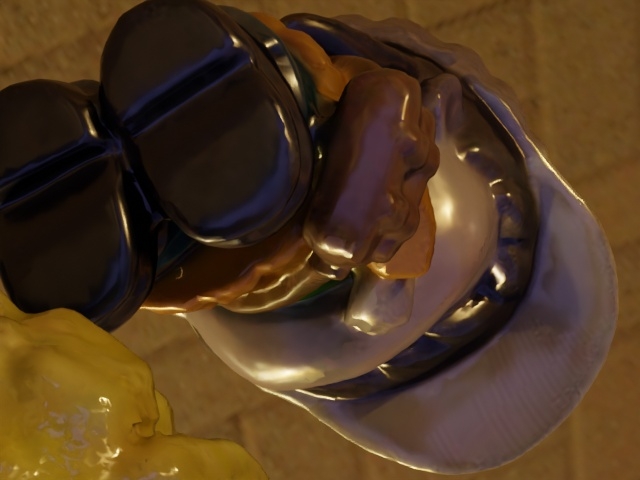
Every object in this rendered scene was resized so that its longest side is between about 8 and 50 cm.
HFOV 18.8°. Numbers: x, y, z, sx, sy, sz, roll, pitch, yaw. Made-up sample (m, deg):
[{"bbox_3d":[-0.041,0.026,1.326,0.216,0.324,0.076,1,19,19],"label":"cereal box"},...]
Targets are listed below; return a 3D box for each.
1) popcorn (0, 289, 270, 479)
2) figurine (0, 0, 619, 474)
[{"bbox_3d":[-0.107,0.124,0.485,0.226,0.200,0.203,-31,177,-1],"label":"popcorn"},{"bbox_3d":[-0.014,-0.027,0.778,0.185,0.204,0.332,-29,150,15],"label":"figurine"}]
